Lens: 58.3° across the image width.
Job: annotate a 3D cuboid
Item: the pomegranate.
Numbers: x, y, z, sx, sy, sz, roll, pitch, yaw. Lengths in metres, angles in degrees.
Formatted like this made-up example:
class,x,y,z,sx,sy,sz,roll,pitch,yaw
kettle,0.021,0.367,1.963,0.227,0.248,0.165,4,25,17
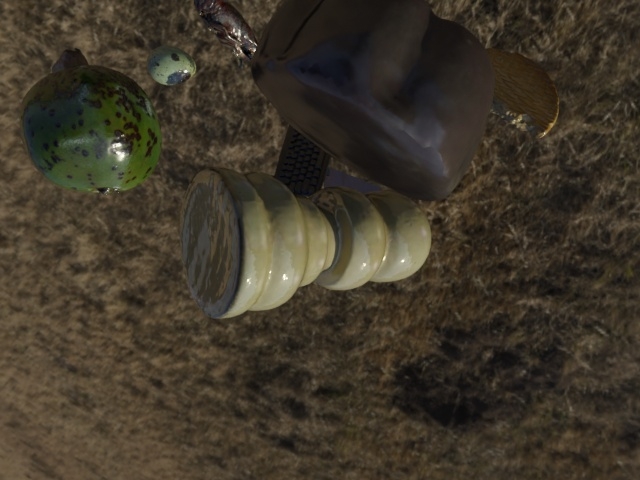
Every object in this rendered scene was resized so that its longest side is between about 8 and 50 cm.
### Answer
class,x,y,z,sx,sy,sz,roll,pitch,yaw
pomegranate,-0.415,-0.211,1.040,0.254,0.254,0.271,-28,81,47

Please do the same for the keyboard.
class,x,y,z,sx,sy,sz,roll,pitch,yaw
keyboard,-0.009,-0.180,0.878,0.087,0.251,0.017,9,161,21

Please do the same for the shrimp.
class,x,y,z,sx,sy,sz,roll,pitch,yaw
shrimp,-0.164,-0.389,1.080,0.073,0.075,0.190,-6,145,45

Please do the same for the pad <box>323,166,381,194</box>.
class,x,y,z,sx,sy,sz,roll,pitch,yaw
pad,0.058,-0.070,1.101,0.187,0.006,0.113,30,124,52

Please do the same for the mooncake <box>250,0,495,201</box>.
class,x,y,z,sx,sy,sz,roll,pitch,yaw
mooncake,0.051,-0.143,0.560,0.244,0.133,0.245,30,170,6

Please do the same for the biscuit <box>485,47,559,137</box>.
class,x,y,z,sx,sy,sz,roll,pitch,yaw
biscuit,0.367,-0.300,1.111,0.224,0.144,0.033,38,160,11

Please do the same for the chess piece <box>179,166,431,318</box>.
class,x,y,z,sx,sy,sz,roll,pitch,yaw
chess piece,0.000,0.000,0.685,0.299,0.167,0.167,-1,159,-35

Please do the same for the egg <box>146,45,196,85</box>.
class,x,y,z,sx,sy,sz,roll,pitch,yaw
egg,-0.329,-0.385,1.268,0.110,0.085,0.085,12,140,4
